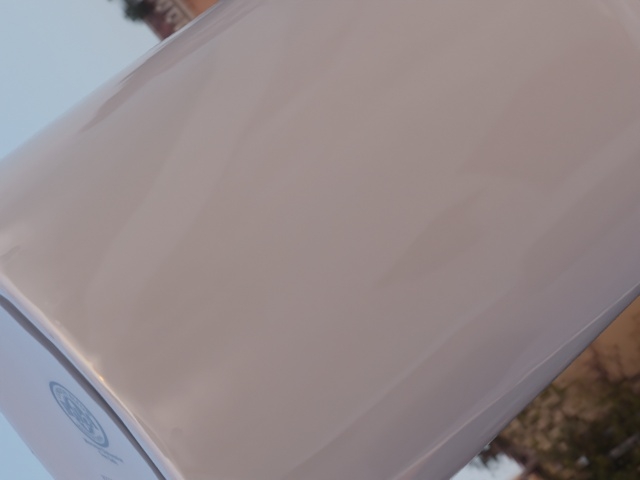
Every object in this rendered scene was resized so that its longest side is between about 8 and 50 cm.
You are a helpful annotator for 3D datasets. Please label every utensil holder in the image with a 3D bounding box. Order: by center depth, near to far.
[{"bbox_3d":[0.000,0.000,0.750,0.327,0.385,0.327,39,153,25],"label":"utensil holder"}]
